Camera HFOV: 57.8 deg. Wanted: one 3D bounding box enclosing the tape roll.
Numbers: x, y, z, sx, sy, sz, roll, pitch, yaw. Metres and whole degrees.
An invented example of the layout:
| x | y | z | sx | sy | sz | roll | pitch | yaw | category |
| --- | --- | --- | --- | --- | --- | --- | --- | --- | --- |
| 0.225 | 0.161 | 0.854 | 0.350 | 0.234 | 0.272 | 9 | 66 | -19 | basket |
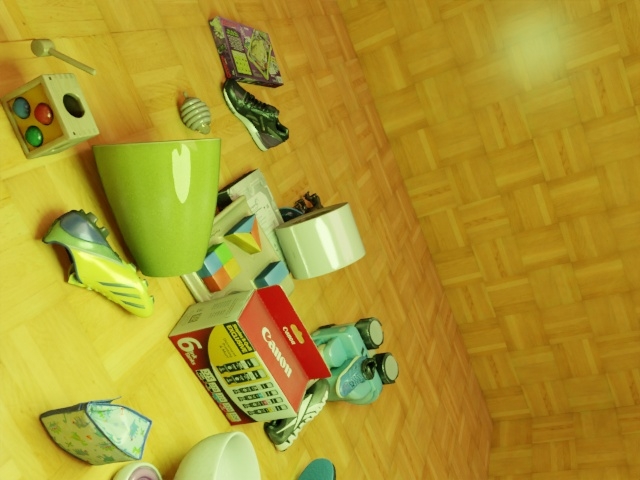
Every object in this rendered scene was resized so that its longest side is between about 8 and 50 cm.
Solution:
| x | y | z | sx | sy | sz | roll | pitch | yaw | category |
| --- | --- | --- | --- | --- | --- | --- | --- | --- | --- |
| 0.000 | 0.000 | 1.792 | 0.246 | 0.246 | 0.169 | -38 | 110 | -63 | tape roll |

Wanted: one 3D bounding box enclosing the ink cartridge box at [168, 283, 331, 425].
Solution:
| x | y | z | sx | sy | sz | roll | pitch | yaw | category |
| --- | --- | --- | --- | --- | --- | --- | --- | --- | --- |
| -0.162 | 0.283 | 1.407 | 0.309 | 0.272 | 0.130 | 62 | 28 | -23 | ink cartridge box |

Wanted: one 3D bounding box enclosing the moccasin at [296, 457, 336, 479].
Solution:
| x | y | z | sx | sy | sz | roll | pitch | yaw | category |
| --- | --- | --- | --- | --- | --- | --- | --- | --- | --- |
| -0.031 | 0.776 | 1.582 | 0.117 | 0.138 | 0.342 | 57 | 44 | -41 | moccasin |

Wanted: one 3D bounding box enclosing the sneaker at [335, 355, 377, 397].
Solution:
| x | y | z | sx | sy | sz | roll | pitch | yaw | category |
| --- | --- | --- | --- | --- | --- | --- | --- | --- | --- |
| 0.113 | 0.409 | 1.739 | 0.152 | 0.084 | 0.058 | -46 | 114 | -36 | sneaker |

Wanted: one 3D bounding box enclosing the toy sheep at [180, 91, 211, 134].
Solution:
| x | y | z | sx | sy | sz | roll | pitch | yaw | category |
| --- | --- | --- | --- | --- | --- | --- | --- | --- | --- |
| -0.351 | -0.356 | 1.627 | 0.132 | 0.091 | 0.091 | 57 | 27 | -3 | toy sheep |

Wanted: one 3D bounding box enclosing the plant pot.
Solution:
| x | y | z | sx | sy | sz | roll | pitch | yaw | category |
| --- | --- | --- | --- | --- | --- | --- | --- | --- | --- |
| -0.349 | -0.075 | 1.300 | 0.275 | 0.275 | 0.293 | -27 | 117 | -64 | plant pot |

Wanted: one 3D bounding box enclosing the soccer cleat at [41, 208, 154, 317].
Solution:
| x | y | z | sx | sy | sz | roll | pitch | yaw | category |
| --- | --- | --- | --- | --- | --- | --- | --- | --- | --- |
| -0.452 | 0.068 | 1.190 | 0.121 | 0.093 | 0.289 | -47 | 127 | -27 | soccer cleat |

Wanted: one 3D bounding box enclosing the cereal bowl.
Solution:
| x | y | z | sx | sy | sz | roll | pitch | yaw | category |
| --- | --- | --- | --- | --- | --- | --- | --- | --- | --- |
| -0.230 | 0.574 | 1.201 | 0.339 | 0.141 | 0.339 | -6 | 90 | -80 | cereal bowl |

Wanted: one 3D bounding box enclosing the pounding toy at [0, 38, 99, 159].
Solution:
| x | y | z | sx | sy | sz | roll | pitch | yaw | category |
| --- | --- | --- | --- | --- | --- | --- | --- | --- | --- |
| -0.522 | -0.285 | 1.114 | 0.094 | 0.181 | 0.206 | -40 | 111 | -63 | pounding toy |

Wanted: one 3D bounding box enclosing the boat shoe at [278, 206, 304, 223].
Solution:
| x | y | z | sx | sy | sz | roll | pitch | yaw | category |
| --- | --- | --- | --- | --- | --- | --- | --- | --- | --- |
| -0.066 | -0.020 | 1.978 | 0.258 | 0.109 | 0.089 | 42 | 39 | -45 | boat shoe |

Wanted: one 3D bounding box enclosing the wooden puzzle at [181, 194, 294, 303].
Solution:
| x | y | z | sx | sy | sz | roll | pitch | yaw | category |
| --- | --- | --- | --- | --- | --- | --- | --- | --- | --- |
| -0.207 | 0.089 | 1.577 | 0.322 | 0.080 | 0.348 | -48 | 120 | -46 | wooden puzzle |

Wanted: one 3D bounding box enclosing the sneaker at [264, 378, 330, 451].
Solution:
| x | y | z | sx | sy | sz | roll | pitch | yaw | category |
| --- | --- | --- | --- | --- | --- | --- | --- | --- | --- |
| -0.068 | 0.468 | 1.622 | 0.234 | 0.078 | 0.106 | -48 | 113 | -16 | sneaker |

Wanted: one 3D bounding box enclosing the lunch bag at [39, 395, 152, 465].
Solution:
| x | y | z | sx | sy | sz | roll | pitch | yaw | category |
| --- | --- | --- | --- | --- | --- | --- | --- | --- | --- |
| -0.405 | 0.336 | 1.044 | 0.151 | 0.129 | 0.096 | 48 | 34 | -40 | lunch bag |

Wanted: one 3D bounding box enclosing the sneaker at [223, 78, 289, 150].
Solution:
| x | y | z | sx | sy | sz | roll | pitch | yaw | category |
| --- | --- | --- | --- | --- | --- | --- | --- | --- | --- |
| -0.203 | -0.433 | 1.920 | 0.283 | 0.124 | 0.107 | 52 | 32 | -38 | sneaker |

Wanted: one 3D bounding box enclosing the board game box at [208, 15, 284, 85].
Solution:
| x | y | z | sx | sy | sz | roll | pitch | yaw | category |
| --- | --- | --- | --- | --- | --- | --- | --- | --- | --- |
| -0.253 | -0.655 | 2.046 | 0.347 | 0.056 | 0.208 | -21 | 98 | -65 | board game box |

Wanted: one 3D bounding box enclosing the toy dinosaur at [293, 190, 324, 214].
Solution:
| x | y | z | sx | sy | sz | roll | pitch | yaw | category |
| --- | --- | --- | --- | --- | --- | --- | --- | --- | --- |
| -0.016 | -0.093 | 2.117 | 0.160 | 0.121 | 0.313 | 56 | -5 | -14 | toy dinosaur |

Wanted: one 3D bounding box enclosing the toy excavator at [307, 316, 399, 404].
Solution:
| x | y | z | sx | sy | sz | roll | pitch | yaw | category |
| --- | --- | --- | --- | --- | --- | --- | --- | --- | --- |
| 0.021 | 0.395 | 1.823 | 0.445 | 0.222 | 0.433 | -46 | 116 | -52 | toy excavator |

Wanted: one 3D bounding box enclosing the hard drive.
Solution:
| x | y | z | sx | sy | sz | roll | pitch | yaw | category |
| --- | --- | --- | --- | --- | --- | --- | --- | --- | --- |
| -0.186 | -0.033 | 1.793 | 0.339 | 0.064 | 0.237 | 66 | 26 | -14 | hard drive |

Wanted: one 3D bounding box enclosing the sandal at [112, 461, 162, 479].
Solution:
| x | y | z | sx | sy | sz | roll | pitch | yaw | category |
| --- | --- | --- | --- | --- | --- | --- | --- | --- | --- |
| -0.346 | 0.611 | 1.033 | 0.169 | 0.102 | 0.416 | 39 | 42 | -50 | sandal |
